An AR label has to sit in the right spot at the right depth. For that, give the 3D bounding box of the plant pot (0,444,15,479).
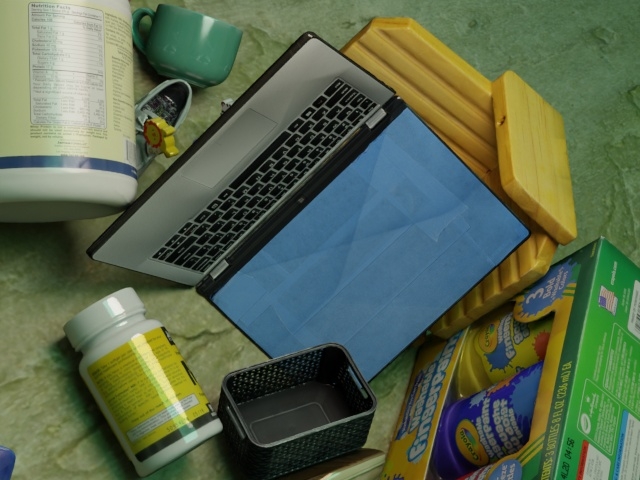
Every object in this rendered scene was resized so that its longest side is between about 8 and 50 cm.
[{"bbox_3d":[-0.457,0.287,1.252,0.236,0.236,0.212,26,55,-26],"label":"plant pot"}]

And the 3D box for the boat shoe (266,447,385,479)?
[{"bbox_3d":[-0.024,0.346,1.678,0.302,0.109,0.098,-21,102,-48],"label":"boat shoe"}]

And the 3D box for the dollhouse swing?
[{"bbox_3d":[0.126,-0.083,1.890,0.305,0.347,0.315,25,47,-29],"label":"dollhouse swing"}]

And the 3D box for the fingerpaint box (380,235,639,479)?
[{"bbox_3d":[0.260,0.259,1.771,0.163,0.371,0.444,38,46,-17],"label":"fingerpaint box"}]

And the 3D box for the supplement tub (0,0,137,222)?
[{"bbox_3d":[-0.343,-0.194,1.595,0.235,0.235,0.324,2,82,-40],"label":"supplement tub"}]

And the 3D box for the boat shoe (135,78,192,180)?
[{"bbox_3d":[-0.246,-0.152,1.821,0.079,0.081,0.227,41,44,-12],"label":"boat shoe"}]

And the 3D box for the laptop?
[{"bbox_3d":[0.000,0.000,1.671,0.236,0.382,0.408,51,13,24],"label":"laptop"}]

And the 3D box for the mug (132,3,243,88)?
[{"bbox_3d":[-0.196,-0.279,1.928,0.129,0.158,0.097,15,93,-40],"label":"mug"}]

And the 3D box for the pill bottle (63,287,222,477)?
[{"bbox_3d":[-0.219,0.170,1.606,0.119,0.119,0.208,-25,81,-46],"label":"pill bottle"}]

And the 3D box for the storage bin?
[{"bbox_3d":[-0.032,0.219,1.701,0.180,0.084,0.122,-14,52,-24],"label":"storage bin"}]

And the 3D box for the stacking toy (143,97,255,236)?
[{"bbox_3d":[-0.155,-0.079,1.827,0.167,0.052,0.221,-25,114,-44],"label":"stacking toy"}]
